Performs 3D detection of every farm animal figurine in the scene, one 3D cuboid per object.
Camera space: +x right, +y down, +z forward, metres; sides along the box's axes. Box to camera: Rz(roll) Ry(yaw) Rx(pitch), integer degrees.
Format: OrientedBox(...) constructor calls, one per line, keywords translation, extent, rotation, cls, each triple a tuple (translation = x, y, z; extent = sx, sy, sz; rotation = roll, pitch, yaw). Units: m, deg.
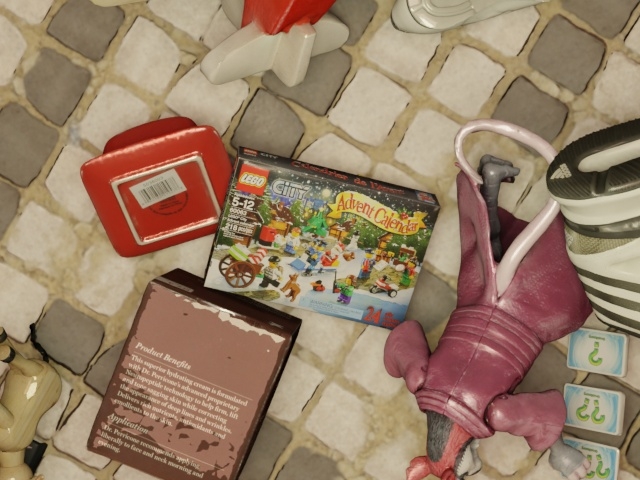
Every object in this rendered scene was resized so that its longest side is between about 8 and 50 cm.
OrientedBox(translation=(-0.433, 0.283, 1.492), extent=(0.330, 0.327, 0.172), rotation=(-23, 135, 8), cls="farm animal figurine")

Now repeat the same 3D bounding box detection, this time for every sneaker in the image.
OrientedBox(translation=(0.189, -0.289, 1.500), extent=(0.235, 0.095, 0.090), rotation=(-16, 87, -15), cls="sneaker")
OrientedBox(translation=(0.468, -0.027, 1.349), extent=(0.447, 0.169, 0.258), rotation=(-16, 119, 7), cls="sneaker")

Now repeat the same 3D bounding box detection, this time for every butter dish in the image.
OrientedBox(translation=(-0.181, -0.081, 1.520), extent=(0.160, 0.118, 0.160), rotation=(-17, 135, 0), cls="butter dish")

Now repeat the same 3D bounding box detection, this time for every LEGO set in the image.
OrientedBox(translation=(0.360, 0.200, 1.458), extent=(0.244, 0.060, 0.183), rotation=(8, 95, 44), cls="LEGO set")

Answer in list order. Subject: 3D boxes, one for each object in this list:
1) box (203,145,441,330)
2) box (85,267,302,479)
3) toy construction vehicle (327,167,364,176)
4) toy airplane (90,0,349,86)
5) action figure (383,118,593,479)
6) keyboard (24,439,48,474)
OrientedBox(translation=(0.000, 0.000, 1.498), extent=(0.233, 0.044, 0.159), rotation=(13, 111, -9), cls="box")
OrientedBox(translation=(-0.137, 0.159, 1.498), extent=(0.168, 0.167, 0.203), rotation=(23, 94, 3), cls="box")
OrientedBox(translation=(0.045, -0.032, 1.546), extent=(0.098, 0.035, 0.086), rotation=(14, 90, 8), cls="toy construction vehicle")
OrientedBox(translation=(-0.030, -0.338, 1.384), extent=(0.384, 0.386, 0.272), rotation=(-30, 82, 14), cls="toy airplane")
OrientedBox(translation=(0.196, 0.104, 1.417), extent=(0.248, 0.276, 0.370), rotation=(20, 68, 17), cls="action figure")
OrientedBox(translation=(-0.416, 0.374, 1.596), extent=(0.201, 0.033, 0.317), rotation=(27, 95, 1), cls="keyboard")
